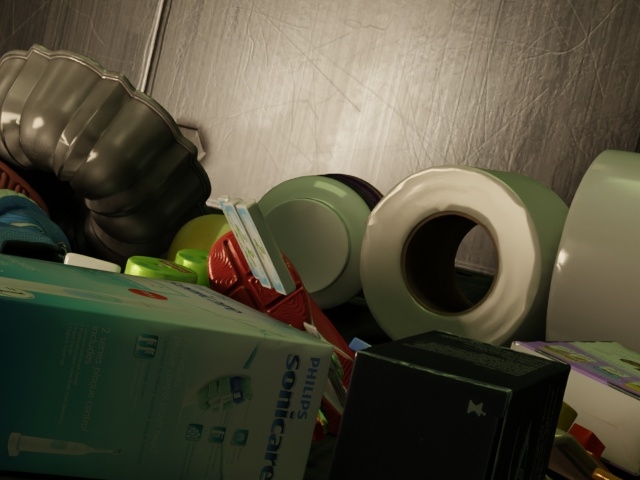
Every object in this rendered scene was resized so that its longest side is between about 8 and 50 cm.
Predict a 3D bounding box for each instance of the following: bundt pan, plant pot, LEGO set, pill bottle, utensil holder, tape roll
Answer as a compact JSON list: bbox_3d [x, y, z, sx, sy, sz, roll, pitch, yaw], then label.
[{"bbox_3d":[-0.306,-0.079,2.446,0.331,0.124,0.331,24,-32,16],"label":"bundt pan"},{"bbox_3d":[-0.123,0.051,2.196,0.134,0.134,0.095,14,29,12],"label":"plant pot"},{"bbox_3d":[-0.034,0.084,1.585,0.060,0.244,0.182,-26,8,-9],"label":"LEGO set"},{"bbox_3d":[0.000,0.000,2.672,0.181,0.181,0.323,14,4,9],"label":"pill bottle"},{"bbox_3d":[0.504,0.068,2.391,0.385,0.328,0.327,14,5,22],"label":"utensil holder"},{"bbox_3d":[0.193,0.030,2.470,0.246,0.246,0.169,15,5,27],"label":"tape roll"}]

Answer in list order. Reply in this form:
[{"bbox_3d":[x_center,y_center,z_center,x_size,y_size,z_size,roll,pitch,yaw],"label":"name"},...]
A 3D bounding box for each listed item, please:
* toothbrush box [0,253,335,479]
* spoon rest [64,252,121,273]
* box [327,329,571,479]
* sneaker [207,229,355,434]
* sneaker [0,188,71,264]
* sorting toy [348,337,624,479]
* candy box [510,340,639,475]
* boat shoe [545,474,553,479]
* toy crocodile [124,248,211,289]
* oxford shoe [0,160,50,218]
[{"bbox_3d":[-0.174,0.094,1.465,0.295,0.126,0.216,12,5,-31],"label":"toothbrush box"},{"bbox_3d":[-0.205,0.078,1.968,0.137,0.084,0.276,15,-8,12],"label":"spoon rest"},{"bbox_3d":[0.085,0.150,1.328,0.108,0.153,0.207,14,4,17],"label":"box"},{"bbox_3d":[-0.022,0.092,1.835,0.221,0.087,0.128,57,3,12],"label":"sneaker"},{"bbox_3d":[-0.320,0.032,1.975,0.147,0.130,0.330,32,8,12],"label":"sneaker"},{"bbox_3d":[0.182,0.157,1.706,0.347,0.047,0.196,26,-8,38],"label":"sorting toy"},{"bbox_3d":[0.286,0.155,1.852,0.165,0.070,0.196,25,12,35],"label":"candy box"},{"bbox_3d":[0.117,0.186,1.604,0.190,0.068,0.072,29,2,38],"label":"boat shoe"},{"bbox_3d":[-0.119,0.078,1.859,0.105,0.115,0.340,17,8,14],"label":"toy crocodile"},{"bbox_3d":[-0.521,-0.067,2.378,0.397,0.140,0.146,22,-19,-13],"label":"oxford shoe"}]
